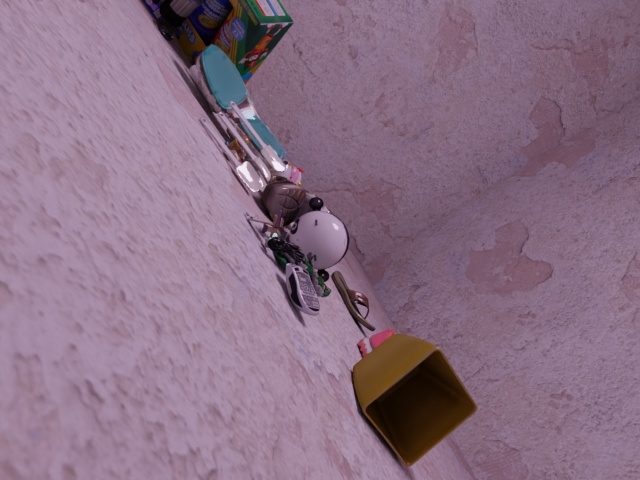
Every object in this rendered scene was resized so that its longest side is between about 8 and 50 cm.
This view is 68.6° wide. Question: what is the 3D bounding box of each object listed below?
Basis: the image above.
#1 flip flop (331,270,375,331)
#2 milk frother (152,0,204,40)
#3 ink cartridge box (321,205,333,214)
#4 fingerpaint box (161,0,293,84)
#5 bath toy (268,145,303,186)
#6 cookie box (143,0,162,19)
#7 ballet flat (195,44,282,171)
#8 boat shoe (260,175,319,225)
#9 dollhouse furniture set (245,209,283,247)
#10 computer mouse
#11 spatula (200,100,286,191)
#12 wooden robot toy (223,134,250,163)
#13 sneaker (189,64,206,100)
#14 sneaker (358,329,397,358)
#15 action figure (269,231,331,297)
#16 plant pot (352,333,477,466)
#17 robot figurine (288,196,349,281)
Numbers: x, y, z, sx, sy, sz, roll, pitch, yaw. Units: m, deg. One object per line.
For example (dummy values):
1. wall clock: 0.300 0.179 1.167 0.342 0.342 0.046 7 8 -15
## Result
1. flip flop: 0.134 0.220 1.781 0.277 0.080 0.112 61 7 31
2. milk frother: -0.448 -0.723 1.481 0.129 0.134 0.143 -15 87 -49
3. ink cartridge box: 0.040 -0.045 2.235 0.198 0.114 0.273 58 5 3
4. fingerpaint box: -0.352 -0.790 1.584 0.163 0.371 0.445 -30 89 -44
5. bath toy: -0.145 -0.264 1.787 0.151 0.129 0.348 59 5 14
6. cookie box: -0.552 -0.787 1.562 0.092 0.040 0.107 56 6 -27
7. ballet flat: -0.272 -0.387 1.451 0.409 0.147 0.147 59 5 -11
8. boat shoe: -0.117 -0.127 1.451 0.130 0.132 0.355 33 5 13
9. dollhouse furniture set: -0.137 -0.031 1.113 0.081 0.091 0.114 13 -2 1
10. computer mouse: -0.056 0.085 1.029 0.106 0.042 0.193 26 37 -50
11. spatula: -0.210 -0.260 1.281 0.242 0.019 0.168 53 49 -9
12. wooden robot toy: -0.227 -0.266 1.336 0.076 0.079 0.173 56 6 -14
13. sneaker: -0.368 -0.494 1.502 0.152 0.053 0.061 57 8 -11
14. sneaker: 0.209 0.366 1.358 0.116 0.136 0.314 53 7 -30
15. action figure: -0.038 0.076 1.195 0.232 0.063 0.137 51 15 -40
16. plant pot: 0.197 0.347 1.109 0.212 0.212 0.187 55 -6 -21
17. robot figurine: -0.002 -0.002 1.390 0.209 0.173 0.278 47 5 3
